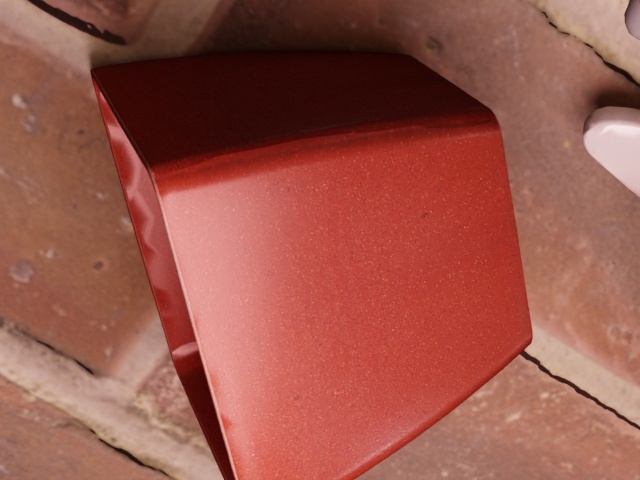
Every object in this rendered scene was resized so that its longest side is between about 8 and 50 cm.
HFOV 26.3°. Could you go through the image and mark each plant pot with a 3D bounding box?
[{"bbox_3d":[0.000,0.000,0.975,0.235,0.267,0.267,-18,115,-11],"label":"plant pot"}]

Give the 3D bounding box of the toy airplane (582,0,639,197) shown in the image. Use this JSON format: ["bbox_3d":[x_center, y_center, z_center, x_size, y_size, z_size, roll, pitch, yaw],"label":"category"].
[{"bbox_3d":[0.372,-0.101,0.940,0.386,0.272,0.385,-5,115,-3],"label":"toy airplane"}]
